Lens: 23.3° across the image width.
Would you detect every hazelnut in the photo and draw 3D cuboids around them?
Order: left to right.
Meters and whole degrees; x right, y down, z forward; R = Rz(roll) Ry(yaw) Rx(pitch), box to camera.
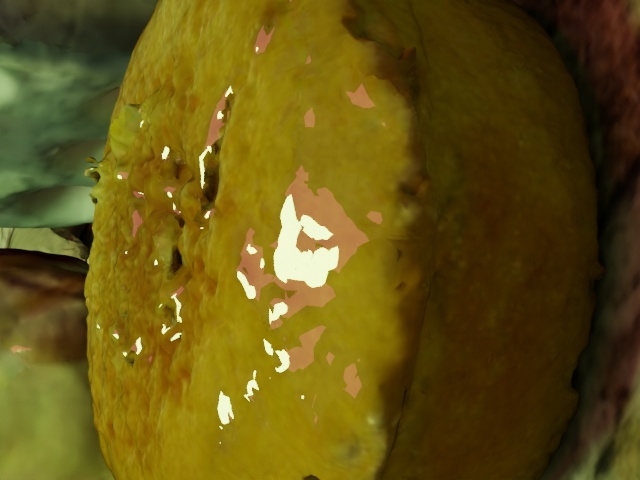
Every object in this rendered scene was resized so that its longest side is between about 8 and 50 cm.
[{"bbox_3d":[-0.172,0.130,0.850,0.261,0.241,0.261,14,120,25],"label":"hazelnut"}]

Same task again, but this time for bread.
[{"bbox_3d":[0.000,0.000,0.610,0.268,0.146,0.268,-12,76,61],"label":"bread"}]

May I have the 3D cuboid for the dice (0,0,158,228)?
[{"bbox_3d":[-0.171,-0.171,0.868,0.270,0.270,0.271,142,128,-59],"label":"dice"}]

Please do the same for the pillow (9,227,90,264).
[{"bbox_3d":[-0.186,0.078,1.098,0.270,0.067,0.173,-154,71,-66],"label":"pillow"}]
